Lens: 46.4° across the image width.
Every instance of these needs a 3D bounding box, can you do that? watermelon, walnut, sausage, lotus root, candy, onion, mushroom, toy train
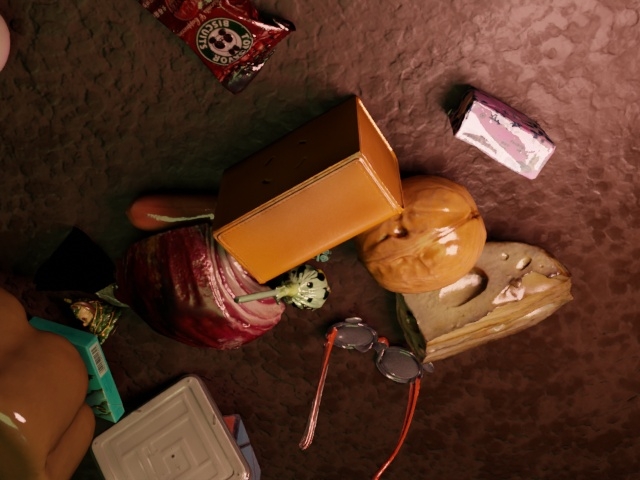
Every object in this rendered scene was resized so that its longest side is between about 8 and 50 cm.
[{"bbox_3d":[-0.472,0.046,1.368,0.158,0.098,0.121,0,124,6],"label":"watermelon"},{"bbox_3d":[0.161,-0.007,1.254,0.222,0.195,0.195,-19,122,20],"label":"walnut"},{"bbox_3d":[-0.242,-0.046,1.307,0.194,0.077,0.077,-1,124,1],"label":"sausage"},{"bbox_3d":[0.288,0.098,1.364,0.314,0.142,0.210,-22,150,7],"label":"lotus root"},{"bbox_3d":[0.288,-0.175,1.193,0.160,0.092,0.073,27,116,-14],"label":"candy"},{"bbox_3d":[-0.233,0.127,1.360,0.280,0.146,0.314,-23,136,25],"label":"onion"},{"bbox_3d":[-0.067,0.091,1.284,0.091,0.305,0.083,27,101,18],"label":"candy"},{"bbox_3d":[-0.399,0.103,1.447,0.101,0.019,0.049,22,122,-14],"label":"mushroom"},{"bbox_3d":[0.000,0.000,1.360,0.045,0.029,0.092,10,126,4],"label":"toy train"}]

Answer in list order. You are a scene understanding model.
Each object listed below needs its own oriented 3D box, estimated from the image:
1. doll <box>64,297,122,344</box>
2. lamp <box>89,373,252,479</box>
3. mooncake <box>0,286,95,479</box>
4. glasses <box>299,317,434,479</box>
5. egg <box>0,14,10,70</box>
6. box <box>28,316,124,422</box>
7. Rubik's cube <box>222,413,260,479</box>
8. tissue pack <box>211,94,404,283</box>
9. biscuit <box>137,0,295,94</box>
[{"bbox_3d":[-0.436,0.136,1.452,0.077,0.078,0.113,-43,96,-20],"label":"doll"},{"bbox_3d":[-0.303,0.441,1.500,0.269,0.266,0.047,-34,152,-4],"label":"lamp"},{"bbox_3d":[-0.651,0.312,1.407,0.467,0.262,0.466,9,123,14],"label":"mooncake"},{"bbox_3d":[0.093,0.303,1.429,0.234,0.268,0.118,34,138,-22],"label":"glasses"},{"bbox_3d":[-0.525,-0.296,1.126,0.103,0.103,0.135,27,119,-16],"label":"egg"},{"bbox_3d":[-0.494,0.263,1.506,0.161,0.042,0.226,13,132,22],"label":"box"},{"bbox_3d":[-0.257,0.529,1.624,0.207,0.205,0.205,-9,124,6],"label":"Rubik's cube"},{"bbox_3d":[-0.019,-0.076,1.207,0.275,0.194,0.145,-28,119,20],"label":"tissue pack"},{"bbox_3d":[-0.161,-0.338,1.113,0.151,0.063,0.235,-30,124,33],"label":"biscuit"}]
